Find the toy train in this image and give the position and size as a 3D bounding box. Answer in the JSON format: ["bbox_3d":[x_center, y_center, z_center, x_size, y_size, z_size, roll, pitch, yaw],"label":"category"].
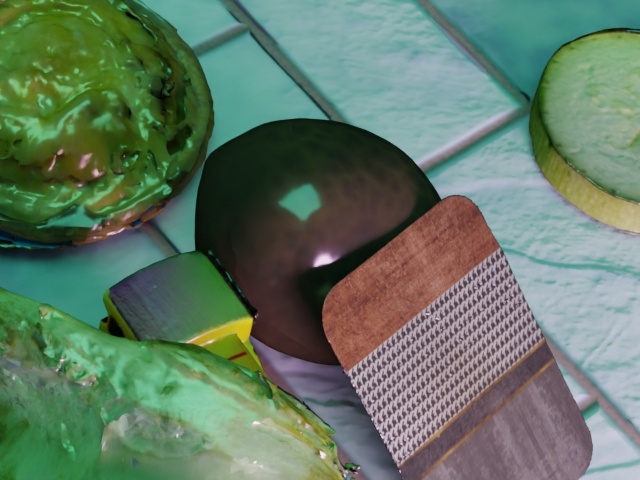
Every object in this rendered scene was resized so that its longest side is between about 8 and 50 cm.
[{"bbox_3d":[-0.056,0.153,1.200,0.100,0.160,0.296,-25,64,-27],"label":"toy train"}]

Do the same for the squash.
[{"bbox_3d":[0.290,-0.097,1.498,0.219,0.041,0.219,6,51,-7],"label":"squash"}]

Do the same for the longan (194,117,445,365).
[{"bbox_3d":[0.000,0.000,1.296,0.212,0.198,0.198,14,50,-29],"label":"longan"}]

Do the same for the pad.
[{"bbox_3d":[0.174,0.063,1.263,0.323,0.055,0.250,-32,106,-10],"label":"pad"}]

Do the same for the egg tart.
[{"bbox_3d":[-0.222,-0.122,1.398,0.291,0.107,0.291,4,54,-5],"label":"egg tart"}]

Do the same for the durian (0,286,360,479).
[{"bbox_3d":[-0.155,0.150,1.110,0.394,0.163,0.198,12,74,11],"label":"durian"}]
